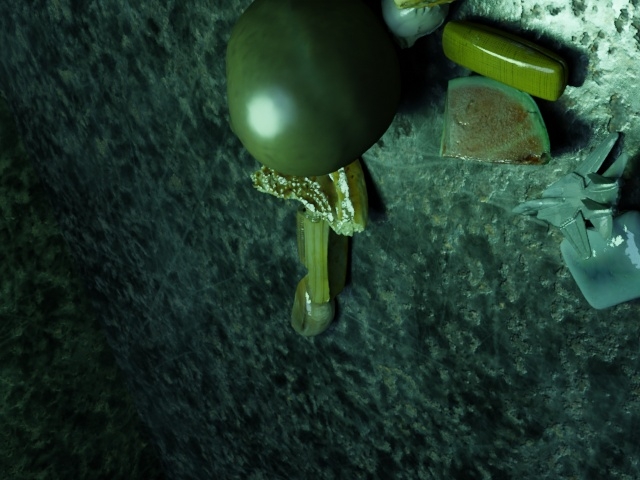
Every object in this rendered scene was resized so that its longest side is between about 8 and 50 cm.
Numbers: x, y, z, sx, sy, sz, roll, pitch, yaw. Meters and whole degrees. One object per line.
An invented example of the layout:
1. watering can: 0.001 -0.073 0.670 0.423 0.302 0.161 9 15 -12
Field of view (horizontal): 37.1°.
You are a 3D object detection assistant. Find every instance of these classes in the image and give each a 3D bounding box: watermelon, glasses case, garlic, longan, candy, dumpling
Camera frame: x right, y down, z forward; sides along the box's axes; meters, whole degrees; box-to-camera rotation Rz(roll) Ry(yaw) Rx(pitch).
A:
1. watermelon: 0.297 -0.203 1.606 0.231 0.128 0.146 7 95 32
2. glasses case: 0.296 -0.297 1.547 0.234 0.064 0.079 31 140 33
3. garlic: -0.017 0.172 2.275 0.101 0.087 0.195 54 150 30
4. longan: -0.021 -0.284 1.697 0.361 0.361 0.361 30 137 33
5. candy: 0.486 0.034 1.567 0.174 0.071 0.138 -30 88 54
6. dumpling: 0.155 -0.409 1.610 0.188 0.108 0.127 128 132 -67

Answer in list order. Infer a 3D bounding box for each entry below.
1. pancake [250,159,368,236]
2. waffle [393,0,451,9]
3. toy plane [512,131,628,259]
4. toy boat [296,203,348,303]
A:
1. pancake: -0.030 -0.127 1.980 0.244 0.057 0.266 -11 84 14
2. waffle: 0.164 -0.530 1.358 0.261 0.114 0.376 -146 47 -73
3. toy plane: 0.408 -0.057 1.579 0.088 0.212 0.267 18 168 -14
4. toy boat: 0.000 0.000 2.110 0.115 0.089 0.310 26 134 33
